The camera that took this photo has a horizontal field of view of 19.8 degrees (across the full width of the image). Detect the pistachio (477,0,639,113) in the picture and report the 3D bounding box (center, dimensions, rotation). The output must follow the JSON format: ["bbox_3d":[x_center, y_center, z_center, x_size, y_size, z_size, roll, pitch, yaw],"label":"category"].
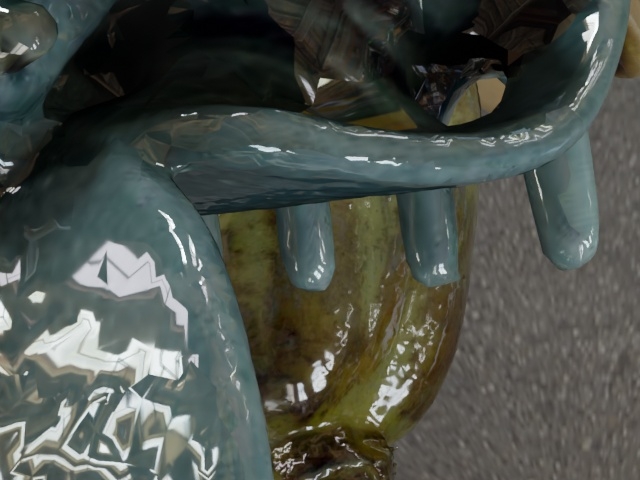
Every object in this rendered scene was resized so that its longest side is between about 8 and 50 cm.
[{"bbox_3d":[0.121,-0.217,1.316,0.193,0.214,0.318,-48,111,-10],"label":"pistachio"}]

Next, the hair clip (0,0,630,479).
[{"bbox_3d":[-0.074,-0.056,0.597,0.318,0.238,0.392,-8,91,42],"label":"hair clip"}]

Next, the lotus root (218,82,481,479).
[{"bbox_3d":[0.000,0.000,0.949,0.173,0.173,0.309,5,77,9],"label":"lotus root"}]
